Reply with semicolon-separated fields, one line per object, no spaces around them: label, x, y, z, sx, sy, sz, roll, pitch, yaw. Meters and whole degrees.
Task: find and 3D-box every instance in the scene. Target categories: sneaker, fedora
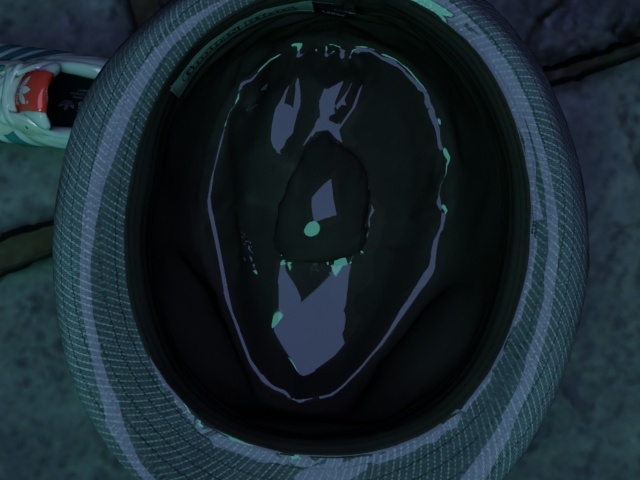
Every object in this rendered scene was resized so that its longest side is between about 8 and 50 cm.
sneaker;-0.153;-0.076;0.797;0.161;0.075;0.057;7;86;0
fedora;0.000;0.000;0.765;0.244;0.124;0.275;-1;88;-1
